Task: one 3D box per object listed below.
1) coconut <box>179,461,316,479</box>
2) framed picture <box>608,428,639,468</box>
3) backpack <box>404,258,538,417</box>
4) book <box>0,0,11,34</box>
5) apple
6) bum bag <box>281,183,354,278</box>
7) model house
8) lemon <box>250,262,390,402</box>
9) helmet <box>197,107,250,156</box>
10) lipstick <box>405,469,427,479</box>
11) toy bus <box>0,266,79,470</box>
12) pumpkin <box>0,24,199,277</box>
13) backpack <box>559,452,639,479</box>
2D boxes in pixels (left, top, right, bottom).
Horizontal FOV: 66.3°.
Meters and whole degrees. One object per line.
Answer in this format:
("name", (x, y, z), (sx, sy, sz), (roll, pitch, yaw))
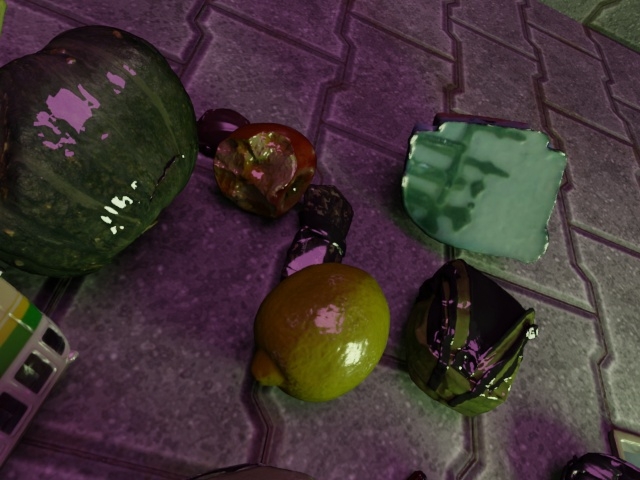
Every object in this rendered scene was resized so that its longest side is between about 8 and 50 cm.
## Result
("coconut", (-0.061, 0.359, 0.434), (0.323, 0.323, 0.322), (12, 53, -17))
("framed picture", (0.649, 0.472, 0.861), (0.289, 0.016, 0.213), (19, 52, -12))
("backpack", (0.245, 0.156, 0.812), (0.207, 0.140, 0.253), (35, 46, 4))
("book", (-0.423, -0.070, 0.480), (0.035, 0.239, 0.351), (40, 43, -58))
("apple", (-0.096, -0.128, 0.845), (0.158, 0.156, 0.147), (34, 40, 14))
("bum bag", (-0.001, -0.001, 0.853), (0.102, 0.069, 0.247), (35, 47, -29))
("model house", (0.328, -0.152, 1.046), (0.295, 0.251, 0.329), (10, 26, 9))
("lemon", (0.009, 0.122, 0.697), (0.248, 0.184, 0.184), (-35, 76, -34))
("helmet", (-0.181, -0.206, 0.911), (0.123, 0.070, 0.098), (20, 52, -13))
("lipstick", (0.087, 0.372, 0.662), (0.177, 0.027, 0.027), (-26, 71, -37))
("toy bus", (-0.394, 0.183, 0.464), (0.179, 0.143, 0.305), (59, 36, -38))
("pumpkin", (-0.315, -0.109, 0.644), (0.257, 0.292, 0.327), (49, 64, -22))
("backpack", (0.482, 0.437, 0.735), (0.258, 0.133, 0.206), (31, 50, 20))
